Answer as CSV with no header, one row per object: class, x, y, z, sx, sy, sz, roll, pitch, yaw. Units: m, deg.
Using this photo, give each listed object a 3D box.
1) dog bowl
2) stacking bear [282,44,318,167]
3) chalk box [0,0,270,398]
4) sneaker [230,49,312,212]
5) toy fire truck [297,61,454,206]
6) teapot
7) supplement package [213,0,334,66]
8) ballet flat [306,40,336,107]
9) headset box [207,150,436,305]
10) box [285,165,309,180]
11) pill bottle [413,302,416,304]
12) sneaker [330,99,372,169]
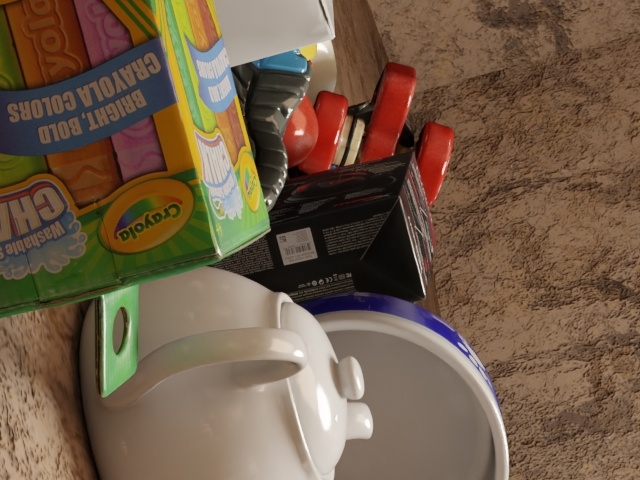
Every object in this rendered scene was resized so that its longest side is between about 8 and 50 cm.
dog bowl,0.031,0.183,1.566,0.104,0.265,0.264,-76,151,-76
stacking bear,-0.078,-0.213,1.921,0.175,0.164,0.289,-64,143,-77
chalk box,-0.145,-0.052,1.105,0.180,0.179,0.289,-46,121,-80
sneaker,-0.095,-0.058,1.602,0.139,0.125,0.341,-63,179,36
toy fire truck,0.051,-0.075,2.168,0.254,0.169,0.302,-87,-168,-74
teapot,-0.060,0.122,1.339,0.256,0.187,0.252,-86,159,-62
supplement package,-0.121,-0.292,1.565,0.145,0.204,0.261,-92,165,-58
ballet flat,-0.105,-0.321,2.071,0.139,0.139,0.400,-77,148,-72
headset box,0.000,0.000,1.821,0.293,0.218,0.110,-67,143,-77
box,-0.032,-0.083,2.338,0.190,0.045,0.184,61,19,-62
pill bottle,0.081,0.039,2.576,0.246,0.130,0.130,24,52,-78
sneaker,0.061,-0.120,2.720,0.330,0.130,0.147,41,33,-76
